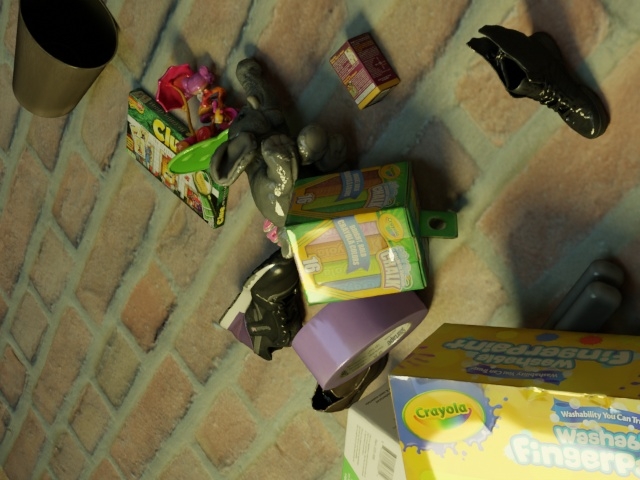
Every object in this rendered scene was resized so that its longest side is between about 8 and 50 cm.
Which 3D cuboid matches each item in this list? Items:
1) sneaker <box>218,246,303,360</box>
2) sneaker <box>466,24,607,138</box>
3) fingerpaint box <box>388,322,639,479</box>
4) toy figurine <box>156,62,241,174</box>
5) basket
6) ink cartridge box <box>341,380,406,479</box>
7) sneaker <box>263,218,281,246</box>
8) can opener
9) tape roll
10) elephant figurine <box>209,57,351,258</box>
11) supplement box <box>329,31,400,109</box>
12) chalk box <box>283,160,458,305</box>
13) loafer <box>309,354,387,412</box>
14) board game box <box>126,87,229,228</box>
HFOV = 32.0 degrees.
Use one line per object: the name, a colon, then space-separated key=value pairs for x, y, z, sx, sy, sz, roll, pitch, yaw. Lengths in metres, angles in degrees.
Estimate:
sneaker: x=-0.064 y=0.104 z=1.826 sx=0.124 sy=0.107 sz=0.283 roll=45 pitch=148 yaw=6
sneaker: x=0.245 y=-0.176 z=1.257 sx=0.170 sy=0.089 sz=0.051 roll=57 pitch=144 yaw=8
fingerpaint box: x=0.333 y=0.302 z=1.295 sx=0.444 sy=0.163 sz=0.371 roll=0 pitch=110 yaw=34
toy figurine: x=-0.195 y=-0.214 z=1.778 sx=0.173 sy=0.130 sz=0.159 roll=-29 pitch=77 yaw=32
basket: x=-0.472 y=-0.330 z=2.004 sx=0.204 sy=0.154 sz=0.227 roll=54 pitch=147 yaw=9
ink cartridge box: x=0.174 y=0.374 z=1.660 sx=0.289 sy=0.121 sz=0.211 roll=34 pitch=135 yaw=33
sneaker: x=0.000 y=0.000 z=1.701 sx=0.170 sy=0.075 sz=0.063 roll=29 pitch=118 yaw=8
can opener: x=0.313 y=0.134 z=1.401 sx=0.093 sy=0.074 sz=0.280 roll=19 pitch=136 yaw=0
tape roll: x=0.057 y=0.126 z=1.594 sx=0.080 sy=0.189 sz=0.189 roll=53 pitch=143 yaw=15
elephant figurine: x=-0.078 y=-0.129 z=1.643 sx=0.239 sy=0.186 sz=0.169 roll=31 pitch=154 yaw=41
supplement box: x=0.058 y=-0.227 z=1.495 sx=0.083 sy=0.043 sz=0.055 roll=58 pitch=144 yaw=5
chalk box: x=0.075 y=-0.014 z=1.486 sx=0.213 sy=0.132 sz=0.132 roll=-10 pitch=119 yaw=11
loafer: x=0.040 y=0.211 z=1.762 sx=0.080 sy=0.078 sz=0.220 roll=45 pitch=140 yaw=24
board game box: x=-0.251 y=-0.144 z=1.944 sx=0.259 sy=0.030 sz=0.136 roll=39 pitch=136 yaw=29
